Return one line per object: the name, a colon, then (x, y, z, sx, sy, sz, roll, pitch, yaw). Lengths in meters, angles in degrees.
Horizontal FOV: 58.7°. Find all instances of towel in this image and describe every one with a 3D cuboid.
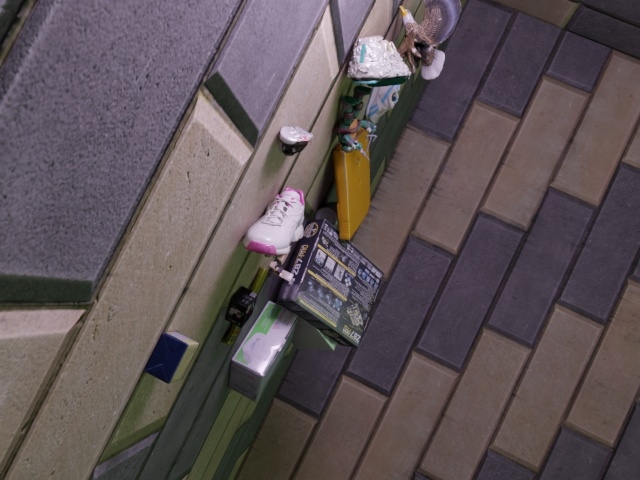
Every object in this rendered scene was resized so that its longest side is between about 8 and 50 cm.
towel: (-0.214, 0.189, 1.637, 0.102, 0.021, 0.237, 102, 14, -81)

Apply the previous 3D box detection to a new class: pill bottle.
pill bottle: (0.040, -0.097, 2.138, 0.087, 0.087, 0.160, -67, 172, 20)

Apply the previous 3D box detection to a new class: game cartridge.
game cartridge: (0.115, -0.205, 2.005, 0.285, 0.053, 0.323, -52, 144, -57)

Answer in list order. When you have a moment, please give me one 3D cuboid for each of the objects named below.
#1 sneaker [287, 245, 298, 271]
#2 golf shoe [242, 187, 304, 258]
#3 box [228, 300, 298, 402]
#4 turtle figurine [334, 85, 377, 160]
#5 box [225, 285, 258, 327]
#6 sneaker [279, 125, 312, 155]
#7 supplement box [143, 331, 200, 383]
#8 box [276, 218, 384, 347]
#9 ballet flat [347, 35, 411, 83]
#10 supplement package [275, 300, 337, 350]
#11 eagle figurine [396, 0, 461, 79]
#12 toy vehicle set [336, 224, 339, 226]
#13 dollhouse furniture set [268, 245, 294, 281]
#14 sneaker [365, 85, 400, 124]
sneaker: (-0.076, 0.085, 2.054, 0.067, 0.064, 0.175, -70, -178, -47)
golf shoe: (-0.105, -0.048, 1.349, 0.306, 0.115, 0.140, -60, 163, -74)
box: (-0.196, 0.387, 1.972, 0.262, 0.127, 0.231, -58, 169, -36)
turtle figurine: (0.101, -0.333, 1.702, 0.175, 0.118, 0.234, -69, 164, -44)
box: (-0.208, 0.176, 1.504, 0.062, 0.052, 0.083, -50, 165, -55)
sneaker: (-0.058, -0.211, 1.257, 0.065, 0.061, 0.158, -60, 173, 17)
supplement box: (-0.290, 0.228, 1.119, 0.083, 0.056, 0.083, -64, 172, -5)
box: (0.050, 0.158, 2.022, 0.395, 0.097, 0.318, 40, 59, -39)
ballet flat: (0.173, -0.506, 1.608, 0.147, 0.147, 0.409, -67, 172, 18)
supplement package: (-0.041, 0.291, 2.138, 0.203, 0.194, 0.149, 55, 49, -29)
eagle figurine: (0.326, -0.675, 1.856, 0.298, 0.226, 0.225, -50, 144, -43)
toy vehicle set: (0.000, 0.000, 2.223, 0.166, 0.035, 0.267, -52, 177, 23)
dollhouse furniture set: (-0.099, 0.068, 1.770, 0.114, 0.081, 0.091, -61, 171, -25)
sneaker: (0.227, -0.501, 2.074, 0.228, 0.092, 0.087, 105, 12, -59)
